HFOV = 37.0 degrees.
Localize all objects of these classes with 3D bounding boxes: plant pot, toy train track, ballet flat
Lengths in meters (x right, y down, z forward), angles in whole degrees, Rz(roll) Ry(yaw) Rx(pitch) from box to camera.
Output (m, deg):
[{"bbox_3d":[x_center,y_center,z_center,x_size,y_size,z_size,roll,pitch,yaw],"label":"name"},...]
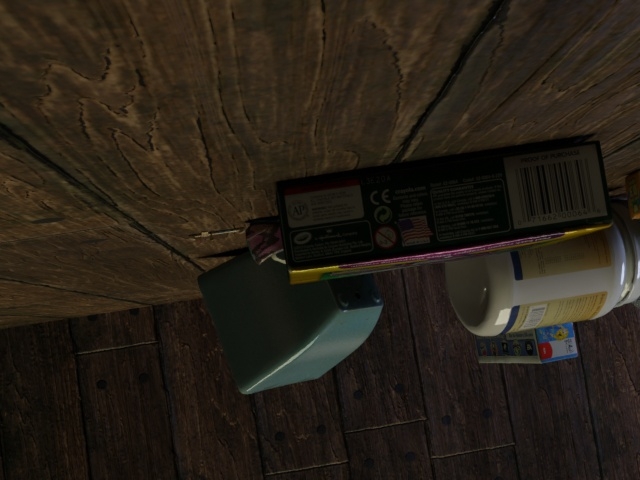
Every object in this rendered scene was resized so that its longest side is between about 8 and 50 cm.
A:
[{"bbox_3d":[-0.034,0.115,1.814,0.252,0.248,0.247,-34,161,34],"label":"plant pot"},{"bbox_3d":[-0.153,-0.006,1.420,0.083,0.014,0.048,-9,175,-6],"label":"toy train track"},{"bbox_3d":[0.000,0.000,1.389,0.221,0.079,0.077,-7,174,-21],"label":"ballet flat"}]

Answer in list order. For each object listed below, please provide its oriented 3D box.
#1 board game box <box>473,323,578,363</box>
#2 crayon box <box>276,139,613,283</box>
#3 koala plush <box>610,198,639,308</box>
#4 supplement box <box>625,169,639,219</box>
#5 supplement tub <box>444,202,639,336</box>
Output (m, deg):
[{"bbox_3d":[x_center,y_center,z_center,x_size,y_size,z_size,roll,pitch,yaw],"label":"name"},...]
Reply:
[{"bbox_3d":[0.405,0.103,2.017,0.086,0.302,0.308,-8,176,-15],"label":"board game box"},{"bbox_3d":[0.131,-0.025,1.188,0.362,0.106,0.313,-8,176,-2],"label":"crayon box"},{"bbox_3d":[0.625,0.003,1.902,0.196,0.221,0.203,-18,145,-47],"label":"koala plush"},{"bbox_3d":[0.605,-0.087,1.499,0.233,0.080,0.078,-10,175,-2],"label":"supplement box"},{"bbox_3d":[0.408,0.043,1.744,0.316,0.229,0.228,-7,175,-17],"label":"supplement tub"}]
